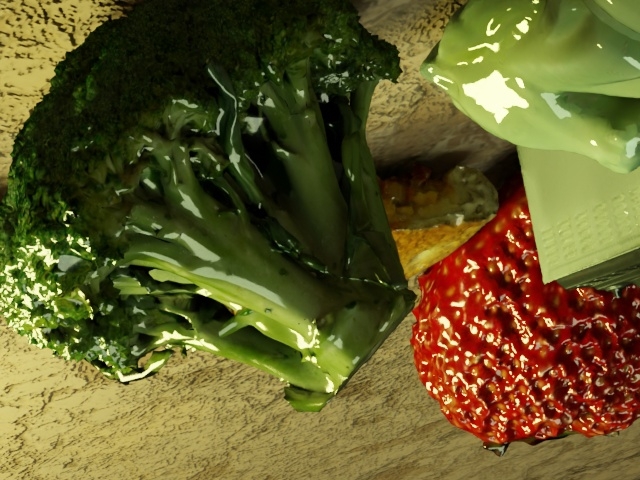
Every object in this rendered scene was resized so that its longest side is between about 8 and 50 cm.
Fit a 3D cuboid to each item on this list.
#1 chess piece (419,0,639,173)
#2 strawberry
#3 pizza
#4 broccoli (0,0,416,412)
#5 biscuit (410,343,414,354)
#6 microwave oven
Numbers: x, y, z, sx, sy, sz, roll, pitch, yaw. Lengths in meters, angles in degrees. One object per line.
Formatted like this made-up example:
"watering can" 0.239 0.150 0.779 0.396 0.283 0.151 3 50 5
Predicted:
"chess piece" 0.189 -0.146 1.097 0.175 0.176 0.298 -6 157 -23
"strawberry" 0.215 0.062 1.505 0.261 0.261 0.257 -15 163 -4
"pizza" 0.000 0.000 1.401 0.289 0.081 0.228 -27 161 22
"broccoli" -0.062 -0.031 1.047 0.321 0.283 0.304 -47 171 -5
"biscuit" 0.173 0.075 1.687 0.175 0.026 0.124 -27 -165 4
"microwave oven" 0.343 -0.063 1.309 0.295 0.181 0.237 -5 169 -25
